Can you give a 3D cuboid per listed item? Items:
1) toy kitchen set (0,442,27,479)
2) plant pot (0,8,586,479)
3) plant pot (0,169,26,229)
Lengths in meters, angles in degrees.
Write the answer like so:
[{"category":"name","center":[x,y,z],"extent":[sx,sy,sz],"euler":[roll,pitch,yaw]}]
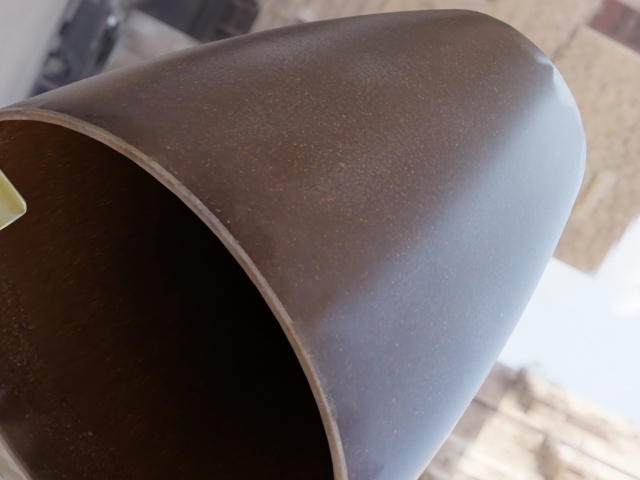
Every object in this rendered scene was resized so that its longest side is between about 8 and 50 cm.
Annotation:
[{"category":"toy kitchen set","center":[-0.144,0.149,0.952],"extent":[0.207,0.122,0.166],"euler":[-36,-175,34]},{"category":"plant pot","center":[0.000,0.000,0.740],"extent":[0.230,0.215,0.215],"euler":[-35,169,-39]},{"category":"plant pot","center":[-0.143,-0.028,0.513],"extent":[0.081,0.083,0.081],"euler":[-33,-159,-10]}]
